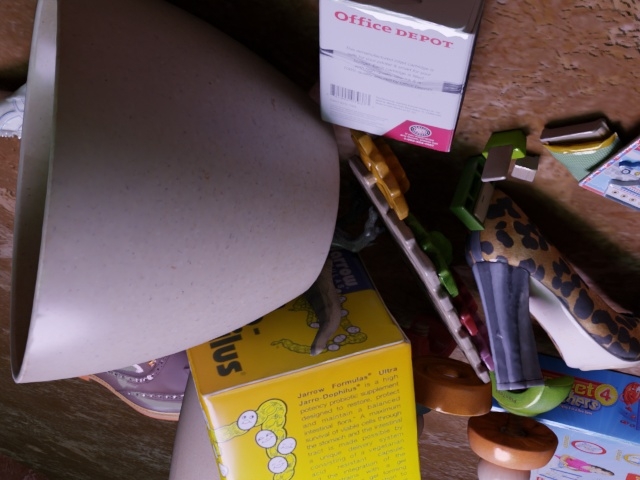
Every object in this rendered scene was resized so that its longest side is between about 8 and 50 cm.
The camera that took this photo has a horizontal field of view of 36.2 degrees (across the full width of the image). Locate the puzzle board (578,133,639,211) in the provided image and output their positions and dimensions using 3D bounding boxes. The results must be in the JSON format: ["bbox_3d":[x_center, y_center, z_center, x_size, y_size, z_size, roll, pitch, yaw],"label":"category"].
[{"bbox_3d":[0.287,-0.044,0.778,0.128,0.011,0.096,21,146,-16],"label":"puzzle board"}]

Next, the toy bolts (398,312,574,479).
[{"bbox_3d":[0.133,0.196,1.106,0.218,0.158,0.228,-1,-162,-42],"label":"toy bolts"}]

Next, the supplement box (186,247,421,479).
[{"bbox_3d":[-0.017,0.203,1.027,0.195,0.194,0.356,-15,125,-9],"label":"supplement box"}]

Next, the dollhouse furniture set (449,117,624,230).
[{"bbox_3d":[0.183,-0.050,0.820,0.152,0.058,0.076,-5,145,43],"label":"dollhouse furniture set"}]

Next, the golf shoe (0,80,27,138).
[{"bbox_3d":[-0.284,-0.144,1.001,0.176,0.069,0.086,15,125,21],"label":"golf shoe"}]

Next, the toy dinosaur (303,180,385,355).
[{"bbox_3d":[0.000,0.000,0.944,0.064,0.118,0.268,56,-179,-40],"label":"toy dinosaur"}]

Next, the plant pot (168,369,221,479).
[{"bbox_3d":[-0.085,0.243,1.284,0.256,0.274,0.256,25,168,6],"label":"plant pot"}]

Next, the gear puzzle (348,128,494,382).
[{"bbox_3d":[0.094,-0.004,0.916,0.044,0.175,0.339,-32,142,2],"label":"gear puzzle"}]

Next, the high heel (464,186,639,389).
[{"bbox_3d":[0.249,0.035,0.951,0.261,0.186,0.093,-4,173,-40],"label":"high heel"}]

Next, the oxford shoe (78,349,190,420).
[{"bbox_3d":[-0.298,0.189,1.578,0.364,0.130,0.132,16,148,9],"label":"oxford shoe"}]

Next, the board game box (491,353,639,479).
[{"bbox_3d":[0.365,0.266,1.278,0.302,0.086,0.308,12,153,17],"label":"board game box"}]

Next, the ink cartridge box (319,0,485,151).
[{"bbox_3d":[0.058,-0.141,0.726,0.109,0.063,0.150,16,154,8],"label":"ink cartridge box"}]

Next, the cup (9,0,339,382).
[{"bbox_3d":[-0.123,-0.046,0.819,0.237,0.331,0.331,4,160,-21],"label":"cup"}]
